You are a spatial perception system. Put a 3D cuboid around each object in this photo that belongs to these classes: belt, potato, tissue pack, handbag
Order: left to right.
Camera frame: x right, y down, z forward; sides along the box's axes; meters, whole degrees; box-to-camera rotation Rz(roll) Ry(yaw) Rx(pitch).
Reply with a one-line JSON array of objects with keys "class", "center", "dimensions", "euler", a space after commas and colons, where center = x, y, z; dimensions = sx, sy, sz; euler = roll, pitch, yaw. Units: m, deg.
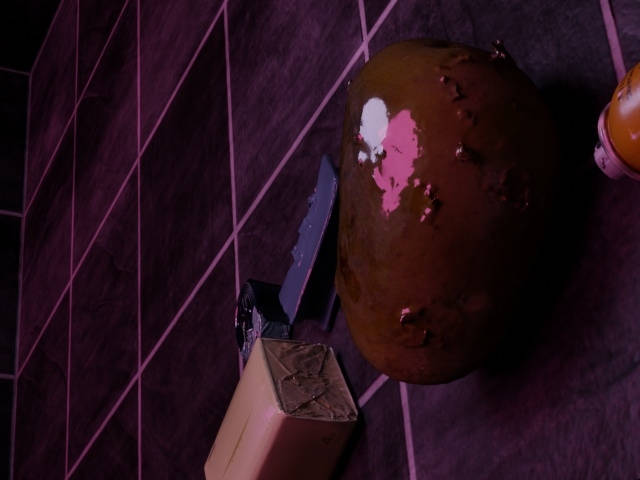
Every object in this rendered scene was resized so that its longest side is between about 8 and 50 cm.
[{"class": "belt", "center": [-0.088, 0.119, 2.204], "dimensions": [0.140, 0.058, 0.105], "euler": [-109, 33, -50]}, {"class": "tissue pack", "center": [-0.055, 0.266, 1.968], "dimensions": [0.159, 0.125, 0.234], "euler": [-111, 37, -52]}, {"class": "handbag", "center": [0.000, 0.000, 2.054], "dimensions": [0.144, 0.057, 0.221], "euler": [-123, 48, -66]}, {"class": "potato", "center": [0.126, -0.026, 1.548], "dimensions": [0.270, 0.219, 0.359], "euler": [-158, 72, -77]}]

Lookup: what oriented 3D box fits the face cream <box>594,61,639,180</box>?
[{"class": "face cream", "center": [0.335, -0.144, 1.225], "dimensions": [0.348, 0.105, 0.105], "euler": [134, 141, -55]}]

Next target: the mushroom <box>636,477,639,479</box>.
[{"class": "mushroom", "center": [0.291, 0.291, 1.072], "dimensions": [0.297, 0.163, 0.278], "euler": [-21, 53, 65]}]
